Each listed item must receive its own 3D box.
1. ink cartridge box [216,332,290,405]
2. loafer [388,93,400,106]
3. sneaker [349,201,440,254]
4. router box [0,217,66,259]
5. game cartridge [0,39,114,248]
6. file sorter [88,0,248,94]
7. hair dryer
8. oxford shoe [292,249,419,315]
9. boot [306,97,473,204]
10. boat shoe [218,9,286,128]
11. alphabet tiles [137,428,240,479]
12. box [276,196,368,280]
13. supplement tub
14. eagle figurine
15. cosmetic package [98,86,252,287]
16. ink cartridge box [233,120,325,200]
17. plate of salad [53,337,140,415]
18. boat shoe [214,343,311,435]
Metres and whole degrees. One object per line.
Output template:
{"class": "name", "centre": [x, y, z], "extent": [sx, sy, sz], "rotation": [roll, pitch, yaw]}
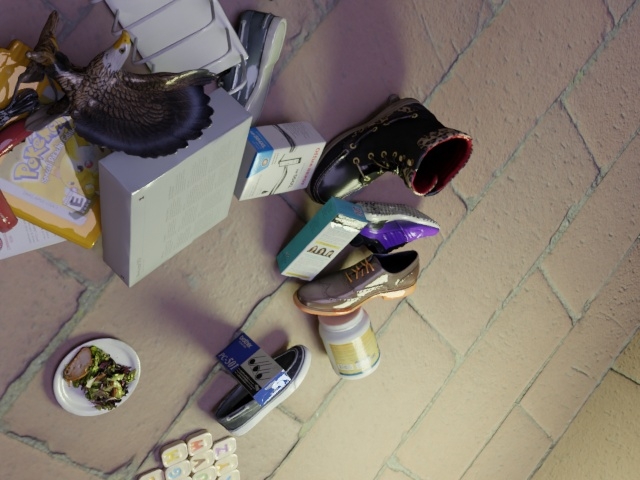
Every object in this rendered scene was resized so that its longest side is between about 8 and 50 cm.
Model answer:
{"class": "ink cartridge box", "centre": [-0.170, 0.316, 1.722], "extent": [0.097, 0.207, 0.046], "rotation": [-40, 127, -15]}
{"class": "loafer", "centre": [0.211, -0.324, 1.829], "extent": [0.045, 0.039, 0.125], "rotation": [-28, 123, -23]}
{"class": "sneaker", "centre": [0.194, -0.019, 1.916], "extent": [0.294, 0.102, 0.146], "rotation": [6, 112, -33]}
{"class": "router box", "centre": [-0.604, -0.140, 1.313], "extent": [0.301, 0.082, 0.335], "rotation": [-20, 119, -27]}
{"class": "game cartridge", "centre": [-0.501, -0.170, 1.286], "extent": [0.324, 0.053, 0.285], "rotation": [30, 90, -39]}
{"class": "file sorter", "centre": [-0.284, -0.402, 1.327], "extent": [0.193, 0.173, 0.277], "rotation": [-25, 125, 8]}
{"class": "hair dryer", "centre": [-0.557, -0.151, 1.181], "extent": [0.224, 0.080, 0.293], "rotation": [-4, 110, -32]}
{"class": "oxford shoe", "centre": [0.098, 0.097, 1.839], "extent": [0.364, 0.130, 0.132], "rotation": [-14, 137, -24]}
{"class": "boot", "centre": [0.164, -0.185, 1.682], "extent": [0.377, 0.284, 0.138], "rotation": [-35, 125, -7]}
{"class": "boat shoe", "centre": [-0.171, -0.352, 1.539], "extent": [0.099, 0.116, 0.319], "rotation": [23, 108, 6]}
{"class": "alphabet tiles", "centre": [-0.345, 0.645, 1.857], "extent": [0.278, 0.021, 0.283], "rotation": [-16, 118, -29]}
{"class": "box", "centre": [0.000, 0.000, 1.729], "extent": [0.101, 0.060, 0.244], "rotation": [16, 131, -38]}
{"class": "supplement tub", "centre": [0.078, 0.269, 1.915], "extent": [0.144, 0.144, 0.199], "rotation": [-32, 124, -20]}
{"class": "eagle figurine", "centre": [-0.335, -0.252, 1.159], "extent": [0.298, 0.225, 0.226], "rotation": [24, 73, -23]}
{"class": "cosmetic package", "centre": [-0.293, -0.094, 1.372], "extent": [0.284, 0.097, 0.377], "rotation": [-42, 169, -31]}
{"class": "ink cartridge box", "centre": [-0.105, -0.184, 1.589], "extent": [0.203, 0.086, 0.148], "rotation": [-15, 144, -39]}
{"class": "plate of salad", "centre": [-0.507, 0.319, 1.592], "extent": [0.200, 0.048, 0.199], "rotation": [-14, 116, -31]}
{"class": "boat shoe", "centre": [-0.155, 0.379, 1.831], "extent": [0.301, 0.108, 0.102], "rotation": [-43, 129, -4]}
